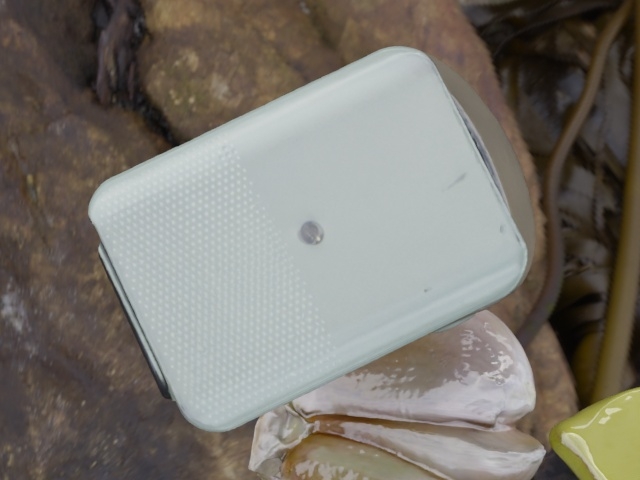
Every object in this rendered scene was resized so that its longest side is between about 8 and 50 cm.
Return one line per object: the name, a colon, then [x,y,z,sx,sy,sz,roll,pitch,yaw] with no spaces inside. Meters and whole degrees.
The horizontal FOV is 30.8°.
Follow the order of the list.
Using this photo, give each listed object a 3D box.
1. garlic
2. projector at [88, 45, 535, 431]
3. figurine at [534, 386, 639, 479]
garlic: [0.092,0.179,1.193,0.325,0.132,0.279,1,55,26]
projector: [0.000,0.000,0.691,0.242,0.177,0.163,-27,88,-6]
figurine: [0.356,0.374,1.194,0.266,0.378,0.361,-5,41,-16]
